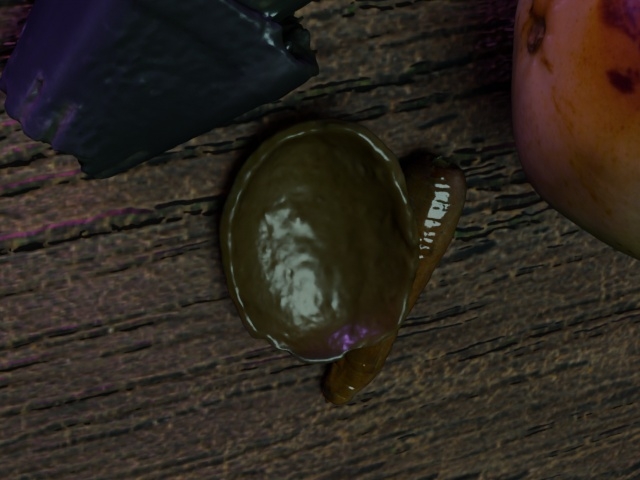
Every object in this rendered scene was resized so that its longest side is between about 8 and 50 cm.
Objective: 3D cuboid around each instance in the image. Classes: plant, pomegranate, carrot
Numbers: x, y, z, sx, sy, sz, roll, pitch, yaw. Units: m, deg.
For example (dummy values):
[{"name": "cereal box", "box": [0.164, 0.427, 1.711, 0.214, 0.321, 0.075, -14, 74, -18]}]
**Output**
[{"name": "plant", "box": [-0.089, -0.156, 0.951, 0.256, 0.142, 0.164, -39, 129, 16]}, {"name": "pomegranate", "box": [0.292, -0.108, 1.057, 0.319, 0.319, 0.319, -12, 125, -18]}, {"name": "carrot", "box": [0.054, 0.040, 1.197, 0.059, 0.059, 0.248, 8, 119, -29]}]

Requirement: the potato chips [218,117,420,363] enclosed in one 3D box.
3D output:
[{"name": "potato chips", "box": [0.000, 0.000, 1.135, 0.150, 0.049, 0.201, -9, 114, 7]}]
